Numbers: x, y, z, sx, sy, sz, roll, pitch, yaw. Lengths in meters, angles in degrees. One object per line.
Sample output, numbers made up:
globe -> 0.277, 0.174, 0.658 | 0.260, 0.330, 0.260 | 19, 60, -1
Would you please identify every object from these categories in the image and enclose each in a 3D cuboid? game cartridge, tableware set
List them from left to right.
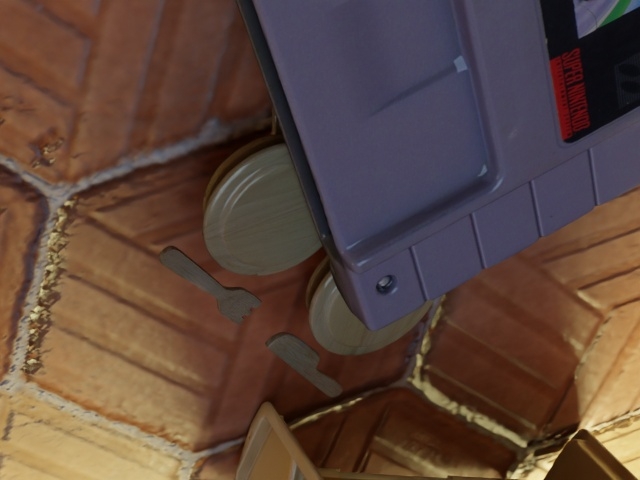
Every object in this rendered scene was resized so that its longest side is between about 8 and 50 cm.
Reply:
tableware set -> 0.000, 0.000, 0.786 | 0.128, 0.039, 0.194 | -42, 137, 5
game cartridge -> 0.076, -0.127, 0.655 | 0.230, 0.068, 0.355 | -26, 136, -5

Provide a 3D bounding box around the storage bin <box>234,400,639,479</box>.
storage bin -> 0.103, 0.216, 0.884 | 0.262, 0.260, 0.123 | 8, 111, -28
